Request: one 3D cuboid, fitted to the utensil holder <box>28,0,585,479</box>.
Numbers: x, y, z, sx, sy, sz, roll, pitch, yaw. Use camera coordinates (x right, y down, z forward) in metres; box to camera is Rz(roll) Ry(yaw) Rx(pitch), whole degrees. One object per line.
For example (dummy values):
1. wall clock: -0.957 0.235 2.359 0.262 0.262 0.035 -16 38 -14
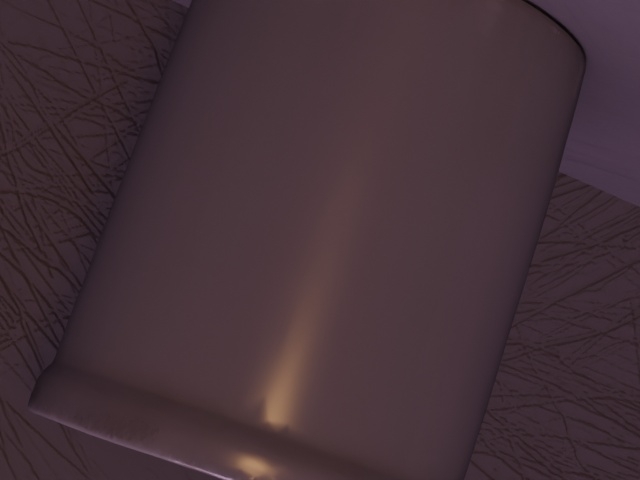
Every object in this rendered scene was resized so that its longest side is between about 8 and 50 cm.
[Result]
1. utensil holder: 0.000 0.000 1.320 0.327 0.385 0.327 19 173 2
